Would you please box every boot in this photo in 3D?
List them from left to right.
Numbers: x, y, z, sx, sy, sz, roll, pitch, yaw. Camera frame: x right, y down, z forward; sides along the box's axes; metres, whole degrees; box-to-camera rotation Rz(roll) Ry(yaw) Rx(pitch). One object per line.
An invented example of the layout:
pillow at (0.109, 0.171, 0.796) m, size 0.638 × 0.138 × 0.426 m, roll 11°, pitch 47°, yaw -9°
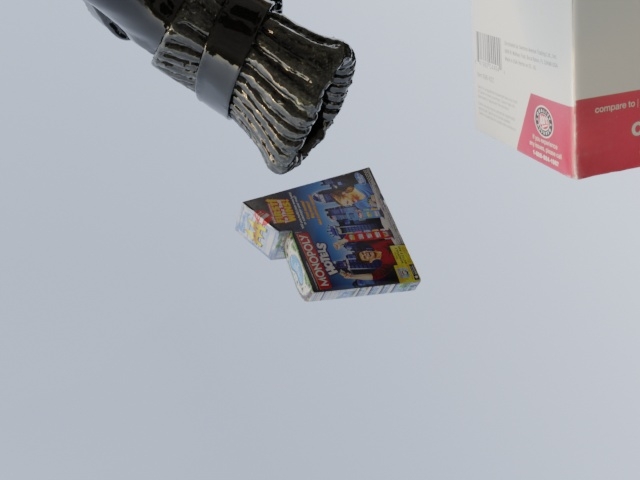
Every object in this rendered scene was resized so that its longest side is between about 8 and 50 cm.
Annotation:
boot at (-0.100, -0.195, 0.736) m, size 0.260 × 0.348 × 0.131 m, roll 41°, pitch -89°, yaw 9°

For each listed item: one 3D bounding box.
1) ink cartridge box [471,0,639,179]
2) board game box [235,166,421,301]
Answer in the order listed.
ink cartridge box at (0.292, -0.297, 1.018) m, size 0.160 × 0.279 × 0.385 m, roll -11°, pitch -68°, yaw -9°
board game box at (0.000, 0.000, 1.116) m, size 0.194 × 0.060 × 0.194 m, roll -5°, pitch -128°, yaw -21°
